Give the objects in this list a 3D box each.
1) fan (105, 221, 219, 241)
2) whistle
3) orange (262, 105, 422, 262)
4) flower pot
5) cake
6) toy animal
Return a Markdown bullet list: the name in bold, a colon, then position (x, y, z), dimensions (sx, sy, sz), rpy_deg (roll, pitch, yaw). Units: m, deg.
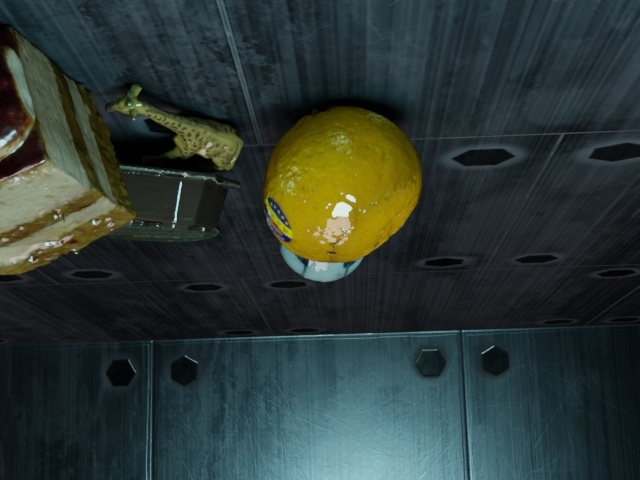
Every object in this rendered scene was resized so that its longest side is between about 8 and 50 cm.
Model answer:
- **fan**: position (-0.315, -0.029, 1.988), dimensions (0.223, 0.012, 0.294), rpy_deg (-4, 167, 13)
- **whistle**: position (0.000, 0.000, 1.829), dimensions (0.163, 0.163, 0.290), rpy_deg (0, 167, -8)
- **orange**: position (0.026, -0.072, 1.410), dimensions (0.219, 0.193, 0.219), rpy_deg (-24, 156, -12)
- **flower pot**: position (-0.221, -0.058, 1.564), dimensions (0.178, 0.084, 0.251), rpy_deg (6, -179, 7)
- **cake**: position (-0.361, -0.096, 1.195), dimensions (0.198, 0.196, 0.293), rpy_deg (-21, 163, 7)
- **toy animal**: position (-0.181, -0.139, 1.424), dimensions (0.149, 0.054, 0.275), rpy_deg (2, 169, 5)
